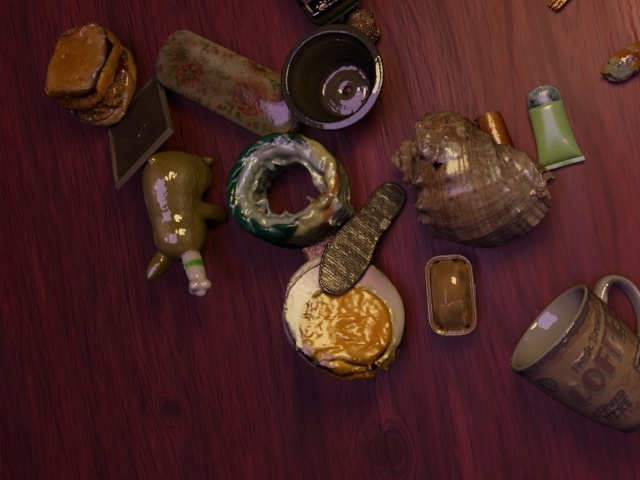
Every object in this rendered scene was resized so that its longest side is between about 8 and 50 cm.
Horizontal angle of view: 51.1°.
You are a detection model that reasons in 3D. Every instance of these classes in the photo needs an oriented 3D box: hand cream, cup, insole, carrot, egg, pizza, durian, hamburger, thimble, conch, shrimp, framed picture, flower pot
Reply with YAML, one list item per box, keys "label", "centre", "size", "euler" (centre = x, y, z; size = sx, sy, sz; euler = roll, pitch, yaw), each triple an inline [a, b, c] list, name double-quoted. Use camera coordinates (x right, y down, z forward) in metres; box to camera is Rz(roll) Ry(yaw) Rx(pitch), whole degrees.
- label: "hand cream"
  centre: [0.492, -0.242, 1.428]
  size: [0.095, 0.046, 0.175]
  euler: [-16, 93, 18]
- label: "cup"
  centre: [0.575, 0.222, 1.354]
  size: [0.257, 0.227, 0.301]
  euler: [39, 74, 1]
- label: "insole"
  centre: [0.095, -0.009, 1.510]
  size: [0.110, 0.012, 0.309]
  euler: [36, 72, 9]
- label: "carrot"
  centre: [0.400, -0.169, 1.450]
  size: [0.067, 0.067, 0.225]
  euler: [-22, 83, 19]
- label: "egg"
  centre: [0.050, 0.185, 1.536]
  size: [0.286, 0.174, 0.265]
  euler: [23, 71, 4]
- label: "pizza"
  centre: [0.000, 0.000, 1.620]
  size: [0.108, 0.026, 0.123]
  euler: [-20, 83, 16]
- label: "durian"
  centre: [0.102, -0.489, 1.537]
  size: [0.091, 0.080, 0.080]
  euler: [38, 104, 35]
- label: "hamburger"
  centre: [-0.591, -0.429, 1.740]
  size: [0.244, 0.163, 0.245]
  euler: [-8, 72, 27]
- label: "thimble"
  centre: [-0.066, -0.110, 1.551]
  size: [0.288, 0.167, 0.255]
  euler: [15, 87, 20]
- label: "conch"
  centre: [0.287, -0.109, 1.397]
  size: [0.352, 0.209, 0.297]
  euler: [28, 130, 46]
- label: "shrimp"
  centre: [0.670, -0.324, 1.365]
  size: [0.161, 0.049, 0.166]
  euler: [-21, 93, 18]
- label: "framed picture"
  centre: [-0.460, -0.284, 1.690]
  size: [0.213, 0.016, 0.289]
  euler: [-42, 42, 16]
- label: "flower pot"
  centre: [0.044, -0.355, 1.526]
  size: [0.235, 0.148, 0.236]
  euler: [0, 90, 18]

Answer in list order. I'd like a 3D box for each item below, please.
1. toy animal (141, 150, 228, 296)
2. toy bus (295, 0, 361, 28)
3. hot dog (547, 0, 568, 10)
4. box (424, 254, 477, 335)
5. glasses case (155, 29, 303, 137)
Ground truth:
- label: "toy animal"
  centre: [-0.343, -0.037, 1.657]
  size: [0.180, 0.180, 0.363]
  euler: [-10, 87, 19]
- label: "toy bus"
  centre: [-0.033, -0.635, 1.528]
  size: [0.143, 0.179, 0.306]
  euler: [-35, 81, 3]
- label: "hot dog"
  centre: [0.519, -0.525, 1.419]
  size: [0.083, 0.021, 0.037]
  euler: [-46, 67, 16]
- label: "box"
  centre: [0.289, 0.120, 1.481]
  size: [0.111, 0.111, 0.177]
  euler: [-6, 90, 20]
- label: "glasses case"
  centre: [-0.221, -0.380, 1.646]
  size: [0.425, 0.098, 0.157]
  euler: [29, 96, 16]
